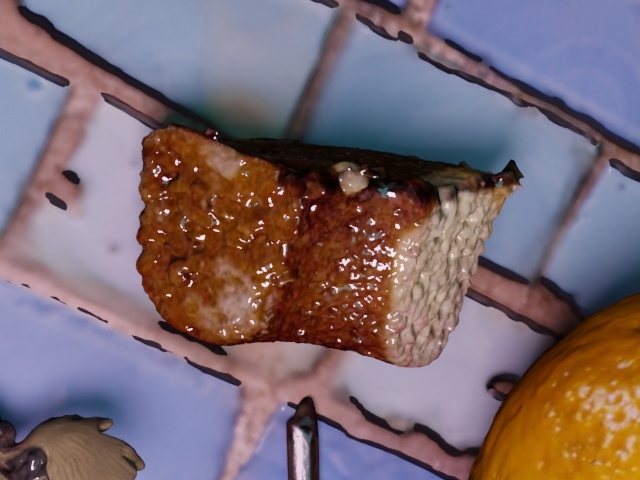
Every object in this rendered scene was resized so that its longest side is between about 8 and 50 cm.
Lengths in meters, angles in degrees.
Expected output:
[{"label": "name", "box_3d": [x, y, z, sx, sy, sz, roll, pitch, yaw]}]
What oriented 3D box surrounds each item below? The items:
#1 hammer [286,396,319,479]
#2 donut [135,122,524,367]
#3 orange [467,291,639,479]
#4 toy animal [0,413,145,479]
[{"label": "hammer", "box_3d": [-0.013, 0.181, 1.147, 0.065, 0.021, 0.178, -1, 94, -23]}, {"label": "donut", "box_3d": [0.003, 0.000, 1.098, 0.187, 0.144, 0.126, 4, 99, -55]}, {"label": "orange", "box_3d": [0.248, 0.184, 1.116, 0.341, 0.293, 0.340, -2, 95, -23]}, {"label": "toy animal", "box_3d": [-0.217, 0.141, 1.023, 0.186, 0.094, 0.214, 44, 83, -16]}]
